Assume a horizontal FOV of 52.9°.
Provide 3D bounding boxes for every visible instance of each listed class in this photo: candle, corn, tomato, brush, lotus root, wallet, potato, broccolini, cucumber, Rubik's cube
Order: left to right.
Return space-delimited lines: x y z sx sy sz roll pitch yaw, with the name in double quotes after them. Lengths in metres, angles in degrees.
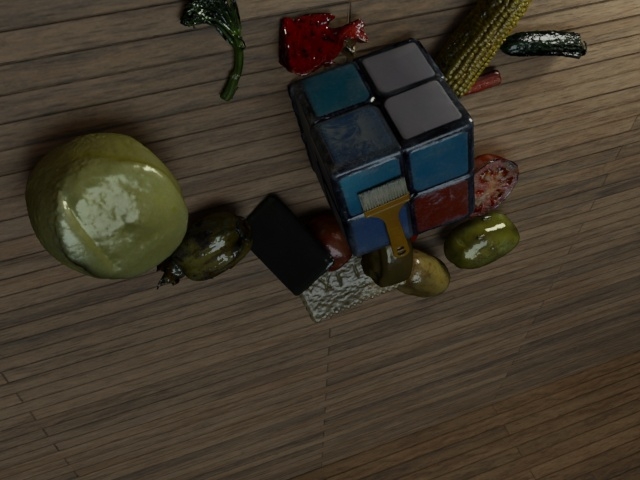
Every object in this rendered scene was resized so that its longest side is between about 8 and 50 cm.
-0.298 0.028 1.623 0.278 0.154 0.154 -32 143 8 "lotus root"
-0.208 -0.376 1.264 0.123 0.062 0.272 -6 143 -10 "broccolini"
-0.091 0.014 1.692 0.168 0.245 0.052 -41 -176 26 "wallet"
0.142 -0.204 1.444 0.318 0.313 0.316 -21 143 -1 "Rubik's cube"
0.156 -0.036 1.392 0.103 0.013 0.272 -22 144 3 "brush"
0.319 0.110 2.082 0.284 0.160 0.146 18 87 -48 "lotus root"
0.376 -0.380 1.602 0.162 0.048 0.053 -20 160 -8 "candle"
0.350 -0.451 1.453 0.115 0.115 0.318 10 128 -39 "corn"
0.511 0.000 2.059 0.228 0.149 0.197 -37 155 17 "potato"
0.468 -0.172 1.880 0.224 0.085 0.225 -16 139 -15 "tomato"
0.543 -0.480 1.568 0.245 0.067 0.067 -6 139 -24 "cucumber"

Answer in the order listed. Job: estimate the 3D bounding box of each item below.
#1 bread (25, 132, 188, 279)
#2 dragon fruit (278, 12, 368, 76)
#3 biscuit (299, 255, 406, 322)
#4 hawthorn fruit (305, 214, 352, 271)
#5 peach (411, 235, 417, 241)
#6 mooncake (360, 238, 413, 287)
-0.446 -0.072 1.346 0.320 0.237 0.321 -27 142 -23 "bread"
0.003 -0.416 1.342 0.192 0.123 0.092 -24 -177 -8 "dragon fruit"
0.083 0.097 1.935 0.324 0.044 0.217 -24 108 -3 "biscuit"
0.000 0.000 1.766 0.193 0.157 0.157 19 126 -26 "hawthorn fruit"
0.258 -0.019 1.959 0.098 0.061 0.098 -21 142 -18 "peach"
0.168 0.012 1.780 0.116 0.235 0.235 -16 142 -11 "mooncake"
